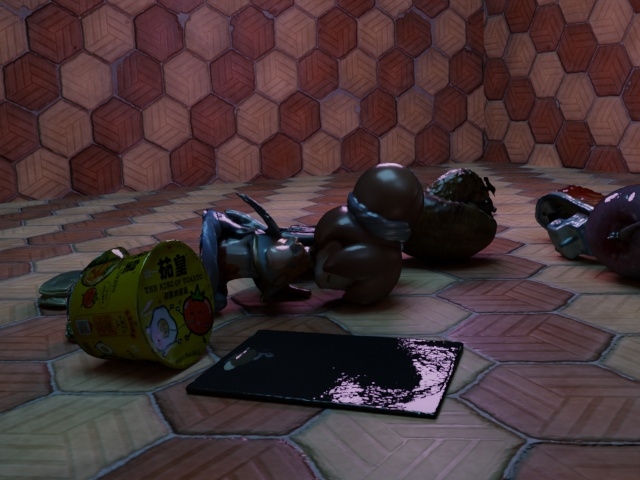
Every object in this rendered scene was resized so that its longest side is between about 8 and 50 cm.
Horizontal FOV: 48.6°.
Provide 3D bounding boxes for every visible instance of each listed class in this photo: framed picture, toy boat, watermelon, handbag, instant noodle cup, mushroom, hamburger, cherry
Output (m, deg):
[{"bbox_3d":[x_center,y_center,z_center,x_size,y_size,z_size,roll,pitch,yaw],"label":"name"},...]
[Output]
[{"bbox_3d":[0.017,0.171,0.964,0.323,0.013,0.244,1,11,19],"label":"framed picture"},{"bbox_3d":[0.569,-0.037,1.620,0.133,0.145,0.332,-30,10,3],"label":"toy boat"},{"bbox_3d":[-0.442,0.069,1.525,0.069,0.087,0.163,40,27,13],"label":"watermelon"},{"bbox_3d":[0.000,0.000,1.555,0.275,0.088,0.244,-4,-3,-19],"label":"handbag"},{"bbox_3d":[-0.261,0.098,1.020,0.144,0.182,0.182,-9,8,23],"label":"instant noodle cup"},{"bbox_3d":[0.268,-0.055,1.588,0.283,0.195,0.263,-14,22,-18],"label":"mushroom"},{"bbox_3d":[-0.501,0.096,1.375,0.084,0.054,0.121,2,19,12],"label":"hamburger"},{"bbox_3d":[0.622,-0.015,1.344,0.266,0.184,0.213,9,12,-32],"label":"cherry"}]

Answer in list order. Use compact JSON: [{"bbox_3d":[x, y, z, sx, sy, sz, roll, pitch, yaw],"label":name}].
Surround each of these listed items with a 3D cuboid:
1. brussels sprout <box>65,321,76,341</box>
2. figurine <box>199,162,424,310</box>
[{"bbox_3d":[-0.373,0.133,1.145,0.085,0.058,0.085,3,44,-3],"label":"brussels sprout"},{"bbox_3d":[-0.014,0.006,1.285,0.388,0.248,0.277,0,-13,-1],"label":"figurine"}]
